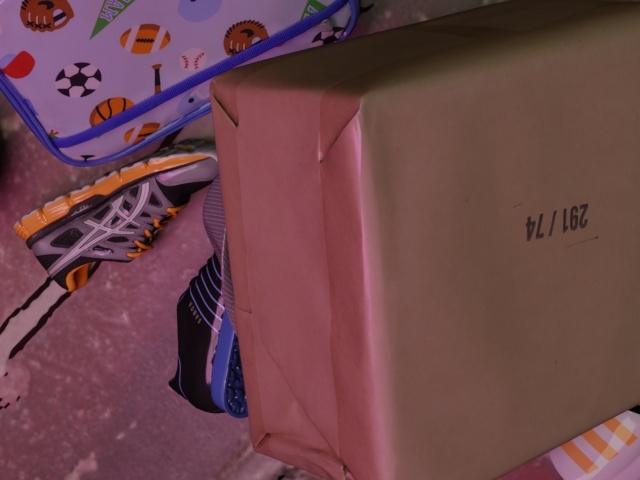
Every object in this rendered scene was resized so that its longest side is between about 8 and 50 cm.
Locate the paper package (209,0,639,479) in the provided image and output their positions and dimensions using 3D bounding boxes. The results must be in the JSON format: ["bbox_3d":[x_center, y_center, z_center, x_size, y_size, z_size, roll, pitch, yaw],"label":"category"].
[{"bbox_3d":[0.110,-0.002,0.929,0.168,0.325,0.309,17,118,50],"label":"paper package"}]

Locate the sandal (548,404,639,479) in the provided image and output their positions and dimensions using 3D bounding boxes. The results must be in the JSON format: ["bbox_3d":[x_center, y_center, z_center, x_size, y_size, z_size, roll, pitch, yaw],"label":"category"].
[{"bbox_3d":[0.263,0.139,1.063,0.265,0.102,0.076,-40,87,5],"label":"sandal"}]

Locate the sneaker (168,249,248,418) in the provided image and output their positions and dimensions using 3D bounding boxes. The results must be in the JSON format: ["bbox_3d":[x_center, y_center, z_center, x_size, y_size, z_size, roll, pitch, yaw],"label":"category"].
[{"bbox_3d":[-0.078,0.035,1.125,0.090,0.081,0.232,10,84,41],"label":"sneaker"}]

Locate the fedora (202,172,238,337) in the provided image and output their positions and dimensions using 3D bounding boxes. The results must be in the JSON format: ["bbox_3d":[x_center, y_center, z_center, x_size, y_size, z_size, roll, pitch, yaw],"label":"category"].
[{"bbox_3d":[0.000,0.000,1.037,0.124,0.275,0.244,10,79,50],"label":"fedora"}]

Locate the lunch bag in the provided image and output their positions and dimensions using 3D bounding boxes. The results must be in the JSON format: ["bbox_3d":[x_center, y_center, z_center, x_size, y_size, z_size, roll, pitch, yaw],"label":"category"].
[{"bbox_3d":[-0.118,-0.195,1.015,0.303,0.243,0.115,-25,50,1],"label":"lunch bag"}]

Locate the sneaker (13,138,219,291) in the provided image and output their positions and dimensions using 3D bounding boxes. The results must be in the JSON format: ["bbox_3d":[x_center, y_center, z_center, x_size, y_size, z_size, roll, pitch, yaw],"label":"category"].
[{"bbox_3d":[-0.166,-0.025,1.138,0.215,0.084,0.083,-24,95,23],"label":"sneaker"}]
